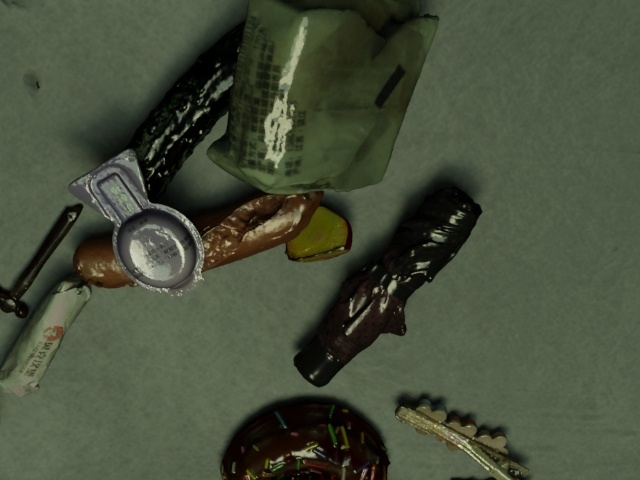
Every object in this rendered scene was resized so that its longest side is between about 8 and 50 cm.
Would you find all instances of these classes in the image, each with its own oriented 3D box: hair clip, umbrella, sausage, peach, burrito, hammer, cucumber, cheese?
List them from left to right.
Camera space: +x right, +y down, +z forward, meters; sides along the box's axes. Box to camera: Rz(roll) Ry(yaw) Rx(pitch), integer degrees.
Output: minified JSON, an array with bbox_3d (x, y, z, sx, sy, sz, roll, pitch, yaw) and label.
[{"bbox_3d":[-0.354,0.021,1.698,0.065,0.021,0.178,33,110,-16],"label":"hammer"},{"bbox_3d":[-0.351,0.120,1.725,0.064,0.064,0.203,28,114,-15],"label":"burrito"},{"bbox_3d":[-0.206,-0.012,1.597,0.105,0.042,0.191,-29,110,11],"label":"cheese"},{"bbox_3d":[-0.149,-0.153,1.595,0.081,0.072,0.303,38,109,-5],"label":"cucumber"},{"bbox_3d":[-0.147,-0.002,1.667,0.326,0.079,0.087,-17,129,7],"label":"sausage"},{"bbox_3d":[0.000,0.000,1.689,0.077,0.050,0.083,35,95,14],"label":"peach"},{"bbox_3d":[0.077,0.061,1.704,0.094,0.090,0.326,26,114,-39],"label":"umbrella"},{"bbox_3d":[0.195,0.268,1.837,0.214,0.056,0.062,34,126,-9],"label":"hair clip"}]

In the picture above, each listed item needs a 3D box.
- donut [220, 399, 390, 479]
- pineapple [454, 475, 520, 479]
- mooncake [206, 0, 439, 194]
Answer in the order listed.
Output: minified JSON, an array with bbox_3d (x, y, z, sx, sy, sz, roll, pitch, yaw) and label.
[{"bbox_3d":[-0.011,0.327,1.826,0.216,0.096,0.230,-28,114,10],"label":"donut"},{"bbox_3d":[0.227,0.370,1.878,0.114,0.077,0.114,25,109,0],"label":"pineapple"},{"bbox_3d":[-0.005,-0.172,1.511,0.250,0.136,0.254,-7,122,-50],"label":"mooncake"}]
